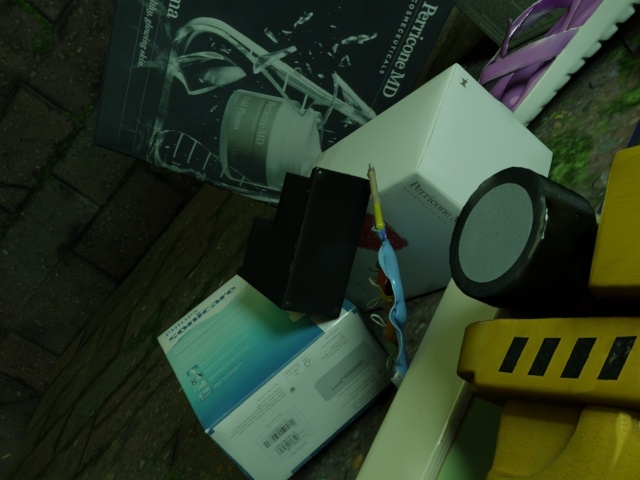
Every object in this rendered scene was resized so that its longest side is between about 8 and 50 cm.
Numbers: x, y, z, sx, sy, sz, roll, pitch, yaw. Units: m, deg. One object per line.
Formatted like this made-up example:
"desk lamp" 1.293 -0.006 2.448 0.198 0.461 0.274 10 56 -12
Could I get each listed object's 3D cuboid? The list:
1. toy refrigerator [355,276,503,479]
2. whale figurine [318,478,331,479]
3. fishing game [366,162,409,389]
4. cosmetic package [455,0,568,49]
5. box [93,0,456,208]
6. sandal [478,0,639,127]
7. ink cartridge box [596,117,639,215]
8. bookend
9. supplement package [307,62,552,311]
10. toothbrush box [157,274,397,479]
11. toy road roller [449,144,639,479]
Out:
"toy refrigerator" 0.139 0.140 0.590 0.269 0.102 0.094 -60 21 -19
"whale figurine" -0.069 0.352 0.644 0.272 0.141 0.216 -55 20 -6
"fishing game" 0.067 0.071 0.689 0.041 0.264 0.189 -9 32 6
"cosmetic package" 0.344 -0.413 0.969 0.296 0.153 0.129 -10 48 61
"box" -0.087 -0.340 1.147 0.297 0.472 0.479 -82 13 -50
"sandal" 0.290 -0.267 0.865 0.416 0.102 0.169 -49 9 34
"ink cartridge box" 0.371 -0.114 0.550 0.165 0.065 0.333 -61 20 -17
"bookend" -0.024 -0.010 0.779 0.157 0.072 0.156 24 101 62
"supplement package" 0.110 -0.050 0.852 0.293 0.177 0.175 -27 32 52
"toothbrush box" -0.069 0.150 0.877 0.216 0.126 0.295 -40 26 -12
"toy road roller" 0.222 0.085 0.381 0.329 0.203 0.240 -13 59 61
